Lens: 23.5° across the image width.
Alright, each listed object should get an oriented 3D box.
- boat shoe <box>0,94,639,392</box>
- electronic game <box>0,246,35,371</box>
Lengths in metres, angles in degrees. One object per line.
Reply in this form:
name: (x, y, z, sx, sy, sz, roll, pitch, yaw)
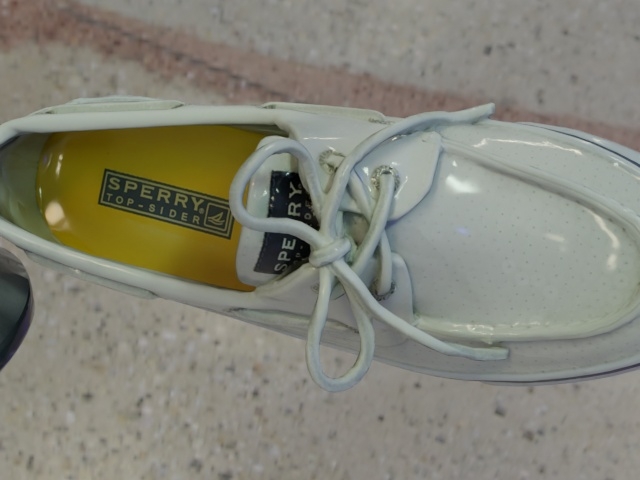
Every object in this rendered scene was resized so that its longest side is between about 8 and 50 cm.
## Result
boat shoe: (0.000, -0.009, 0.710, 0.367, 0.136, 0.156, 13, 7, 17)
electronic game: (-0.256, 0.060, 0.777, 0.229, 0.048, 0.229, -12, 27, 6)
